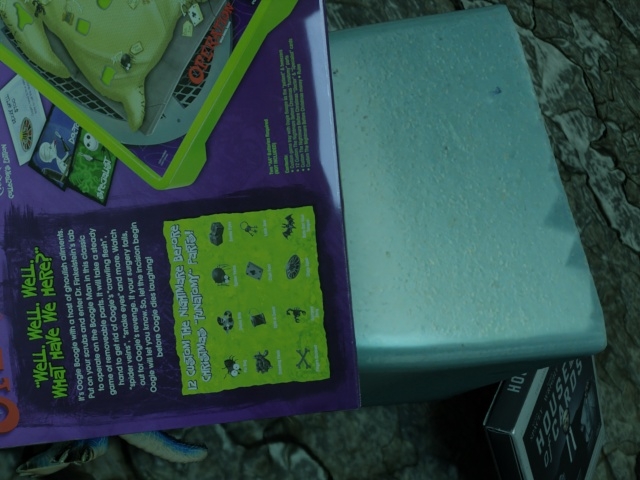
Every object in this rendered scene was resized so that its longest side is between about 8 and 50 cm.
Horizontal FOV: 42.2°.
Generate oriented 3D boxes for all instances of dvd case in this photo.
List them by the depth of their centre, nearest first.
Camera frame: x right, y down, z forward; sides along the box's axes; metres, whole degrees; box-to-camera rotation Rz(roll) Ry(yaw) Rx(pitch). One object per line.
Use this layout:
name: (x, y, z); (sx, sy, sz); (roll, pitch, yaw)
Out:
dvd case: (0.204, 0.167, 0.722); (0.179, 0.029, 0.238); (-56, 139, -36)

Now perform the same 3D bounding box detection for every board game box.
board game box: (-0.098, -0.074, 0.425); (0.208, 0.056, 0.347); (-6, 97, -6)

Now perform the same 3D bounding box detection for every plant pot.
plant pot: (0.000, 0.000, 0.601); (0.252, 0.247, 0.248); (-7, 74, -21)

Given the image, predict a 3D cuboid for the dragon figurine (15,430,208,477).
dragon figurine: (-0.186, 0.072, 0.525); (0.289, 0.085, 0.144); (12, 65, -30)
